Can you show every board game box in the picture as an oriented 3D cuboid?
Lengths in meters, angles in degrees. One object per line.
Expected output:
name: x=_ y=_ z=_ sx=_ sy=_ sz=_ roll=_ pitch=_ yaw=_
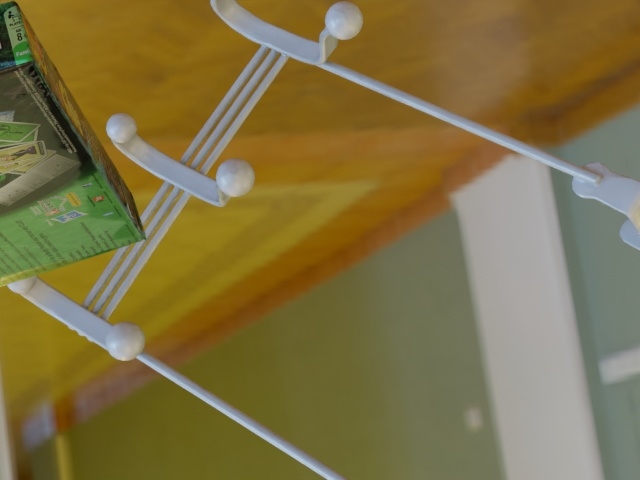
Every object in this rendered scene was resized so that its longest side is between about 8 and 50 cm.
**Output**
board game box: x=-0.155 y=-0.020 z=0.705 sx=0.136 sy=0.030 sz=0.260 roll=-20 pitch=167 yaw=-2

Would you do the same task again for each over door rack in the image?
over door rack: x=0.000 y=0.000 z=0.990 sx=0.324 sy=0.239 sz=0.108 roll=30 pitch=171 yaw=25
